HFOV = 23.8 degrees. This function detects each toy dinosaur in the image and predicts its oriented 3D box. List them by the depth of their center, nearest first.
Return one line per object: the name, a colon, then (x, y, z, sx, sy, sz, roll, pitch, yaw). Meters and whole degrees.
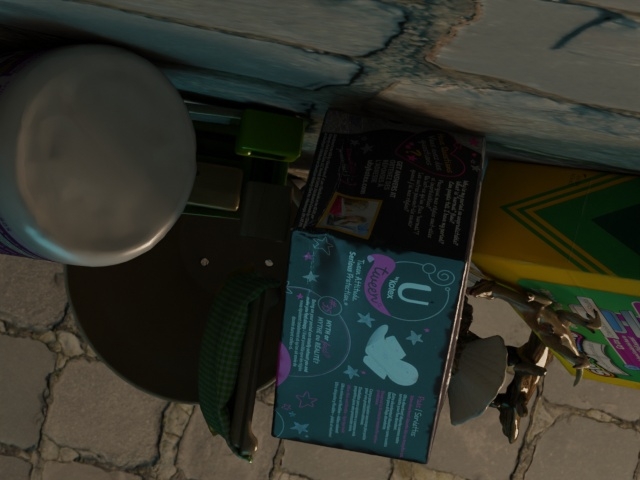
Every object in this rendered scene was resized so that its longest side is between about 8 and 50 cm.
toy dinosaur: (0.213, 0.079, 1.380, 0.183, 0.053, 0.092, 38, 172, -31)

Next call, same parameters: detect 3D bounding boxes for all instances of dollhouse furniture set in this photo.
dollhouse furniture set: (-0.116, 0.032, 1.377, 0.151, 0.301, 0.197, 9, 179, -6)

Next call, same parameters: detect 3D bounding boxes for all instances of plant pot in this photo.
plant pot: (-0.115, 0.019, 1.680, 0.284, 0.284, 0.191, 10, -167, 10)

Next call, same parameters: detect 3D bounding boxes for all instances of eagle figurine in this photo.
eagle figurine: (0.103, 0.103, 1.665, 0.298, 0.226, 0.225, 26, 140, 10)

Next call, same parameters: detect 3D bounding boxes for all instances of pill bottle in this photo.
pill bottle: (-0.242, -0.071, 1.237, 0.169, 0.169, 0.301, 14, 175, -35)

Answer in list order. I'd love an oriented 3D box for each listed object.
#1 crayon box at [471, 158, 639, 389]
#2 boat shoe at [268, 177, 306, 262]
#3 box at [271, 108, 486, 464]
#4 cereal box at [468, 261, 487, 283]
crayon box: (0.342, 0.055, 1.413, 0.313, 0.106, 0.363, 10, 162, 29)
boat shoe: (0.000, 0.000, 1.900, 0.094, 0.109, 0.302, 13, 168, 13)
box: (0.050, 0.041, 1.265, 0.142, 0.163, 0.247, 11, 133, 4)
cereal box: (0.181, 0.012, 1.836, 0.173, 0.047, 0.240, 30, 177, 0)
